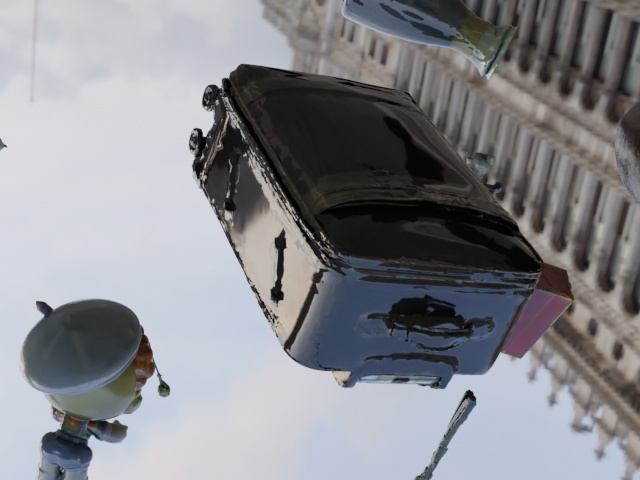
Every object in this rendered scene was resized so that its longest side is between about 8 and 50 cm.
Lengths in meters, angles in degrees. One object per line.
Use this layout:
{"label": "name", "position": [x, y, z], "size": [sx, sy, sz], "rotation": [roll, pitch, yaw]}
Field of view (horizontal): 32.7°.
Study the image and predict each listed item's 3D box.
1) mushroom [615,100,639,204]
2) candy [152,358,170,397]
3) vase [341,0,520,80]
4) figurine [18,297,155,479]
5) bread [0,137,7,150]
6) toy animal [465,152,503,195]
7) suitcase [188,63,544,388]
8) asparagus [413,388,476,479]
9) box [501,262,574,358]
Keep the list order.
{"label": "mushroom", "position": [0.472, -0.181, 1.124], "size": [0.331, 0.356, 0.334], "rotation": [-2, -165, 14]}
{"label": "candy", "position": [-0.287, 0.238, 1.932], "size": [0.023, 0.083, 0.025], "rotation": [-21, 180, 16]}
{"label": "vase", "position": [0.215, -0.435, 2.093], "size": [0.321, 0.173, 0.173], "rotation": [30, -155, 5]}
{"label": "figurine", "position": [-0.412, 0.296, 1.904], "size": [0.224, 0.382, 0.205], "rotation": [7, -167, 20]}
{"label": "bread", "position": [-0.627, -0.195, 1.731], "size": [0.269, 0.098, 0.087], "rotation": [37, -178, 13]}
{"label": "toy animal", "position": [0.353, -0.107, 2.615], "size": [0.121, 0.225, 0.094], "rotation": [35, -156, 17]}
{"label": "suitcase", "position": [0.041, -0.034, 1.186], "size": [0.283, 0.194, 0.434], "rotation": [6, -146, -28]}
{"label": "asparagus", "position": [0.162, 0.278, 1.469], "size": [0.023, 0.233, 0.022], "rotation": [33, -138, 12]}
{"label": "box", "position": [0.301, 0.103, 2.110], "size": [0.313, 0.197, 0.089], "rotation": [18, -140, -17]}
